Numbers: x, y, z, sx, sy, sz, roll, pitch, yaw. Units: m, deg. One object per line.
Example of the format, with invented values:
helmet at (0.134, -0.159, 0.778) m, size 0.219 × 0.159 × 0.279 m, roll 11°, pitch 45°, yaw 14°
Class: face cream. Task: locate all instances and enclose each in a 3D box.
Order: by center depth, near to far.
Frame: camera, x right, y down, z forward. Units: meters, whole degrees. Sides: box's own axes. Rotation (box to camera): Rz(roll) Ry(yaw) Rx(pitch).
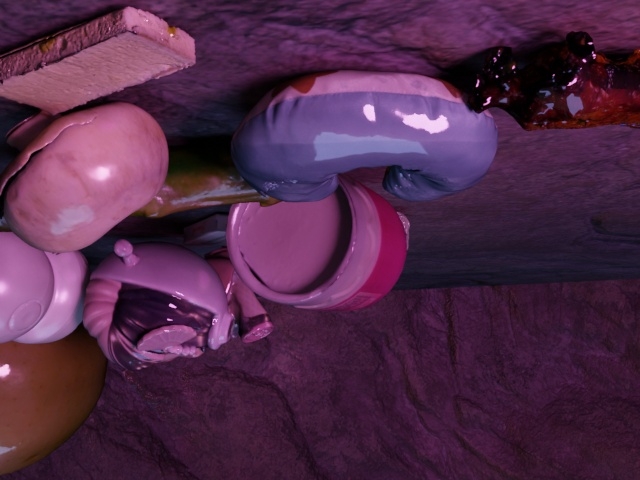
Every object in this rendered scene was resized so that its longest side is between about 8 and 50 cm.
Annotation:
face cream at (0.000, 0.000, 0.841) m, size 0.175 × 0.175 × 0.195 m, roll -7°, pitch 172°, yaw 23°

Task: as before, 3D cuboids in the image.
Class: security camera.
security camera at (-0.506, 0.068, 1.090) m, size 0.194 × 0.194 × 0.236 m, roll -5°, pitch 168°, yaw 14°

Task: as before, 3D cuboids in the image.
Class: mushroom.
mushroom at (-0.207, -0.063, 0.584) m, size 0.154 × 0.122 × 0.154 m, roll -42°, pitch -175°, yaw 5°

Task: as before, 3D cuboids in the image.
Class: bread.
bread at (-0.164, -0.123, 0.473) m, size 0.154 × 0.028 × 0.068 m, roll -9°, pitch 170°, yaw 29°

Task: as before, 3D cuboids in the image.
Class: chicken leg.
chicken leg at (0.230, -0.120, 0.521) m, size 0.234 × 0.063 × 0.105 m, roll -3°, pitch 176°, yaw -13°

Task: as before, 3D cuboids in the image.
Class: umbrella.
umbrella at (0.127, -0.015, 1.157) m, size 0.062 × 0.067 × 0.143 m, roll -32°, pitch 165°, yaw -3°

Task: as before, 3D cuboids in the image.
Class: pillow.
pillow at (0.038, -0.077, 0.603) m, size 0.233 × 0.086 × 0.214 m, roll -3°, pitch 162°, yaw -6°

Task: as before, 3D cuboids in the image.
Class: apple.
apple at (-0.679, 0.256, 1.432) m, size 0.474 × 0.473 × 0.473 m, roll -3°, pitch 171°, yaw 0°

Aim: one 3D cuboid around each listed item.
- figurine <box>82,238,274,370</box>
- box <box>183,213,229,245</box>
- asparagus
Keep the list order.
figurine at (-0.264, 0.107, 1.211) m, size 0.253 × 0.211 × 0.361 m, roll -10°, pitch 176°, yaw 23°
box at (-0.098, -0.013, 1.177) m, size 0.245 × 0.035 × 0.139 m, roll 4°, pitch 169°, yaw -35°
asparagus at (-0.180, -0.060, 0.707) m, size 0.343 × 0.085 × 0.082 m, roll -8°, pitch 160°, yaw -2°
